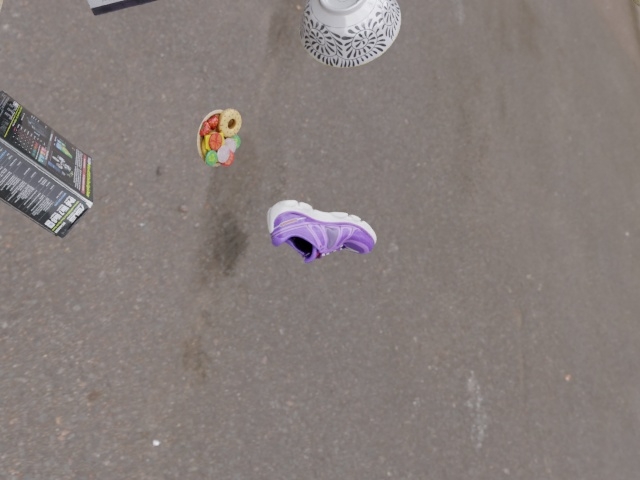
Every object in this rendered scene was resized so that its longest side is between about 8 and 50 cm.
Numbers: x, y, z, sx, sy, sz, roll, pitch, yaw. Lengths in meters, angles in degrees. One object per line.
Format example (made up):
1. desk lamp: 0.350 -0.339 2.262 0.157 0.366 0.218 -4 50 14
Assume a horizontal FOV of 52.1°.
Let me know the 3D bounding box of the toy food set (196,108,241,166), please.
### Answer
1. toy food set: -0.144 -0.144 0.931 0.083 0.020 0.083 -26 125 -51

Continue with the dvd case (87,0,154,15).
1. dvd case: -0.229 -0.381 0.744 0.018 0.164 0.221 -90 167 -50

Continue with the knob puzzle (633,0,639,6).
1. knob puzzle: 0.364 -0.287 0.605 0.030 0.213 0.213 14 61 -39

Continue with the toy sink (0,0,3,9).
1. toy sink: -0.448 -0.300 0.642 0.234 0.131 0.152 36 23 16

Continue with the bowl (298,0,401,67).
1. bowl: 0.041 -0.368 1.035 0.080 0.170 0.170 64 19 -68

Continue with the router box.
1. router box: -0.224 -0.061 0.506 0.092 0.038 0.122 40 6 -28

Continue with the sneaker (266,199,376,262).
1. sneaker: 0.000 0.000 0.877 0.169 0.068 0.071 12 66 -32
